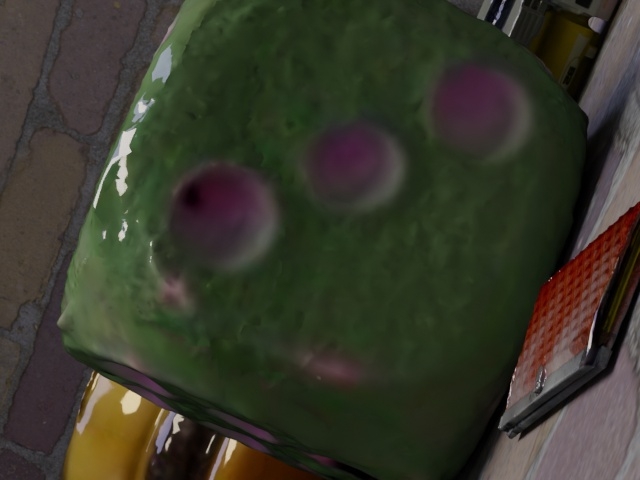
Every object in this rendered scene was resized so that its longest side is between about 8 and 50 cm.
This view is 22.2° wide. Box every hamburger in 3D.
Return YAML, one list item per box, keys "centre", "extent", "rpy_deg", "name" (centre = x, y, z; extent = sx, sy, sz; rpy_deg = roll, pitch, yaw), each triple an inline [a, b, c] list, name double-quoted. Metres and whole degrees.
- centre: [-0.113, 0.257, 2.016]
  extent: [0.396, 0.277, 0.396]
  rpy_deg: [-53, -26, -39]
  name: "hamburger"

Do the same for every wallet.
- centre: [0.143, 0.048, 0.931]
  extent: [0.196, 0.020, 0.103]
  rpy_deg: [115, 178, -72]
  name: "wallet"

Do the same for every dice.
- centre: [0.000, 0.000, 1.240]
  extent: [0.318, 0.322, 0.330]
  rpy_deg: [114, -179, -74]
  name: "dice"

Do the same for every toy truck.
- centre: [0.185, -0.173, 1.436]
  extent: [0.227, 0.114, 0.098]
  rpy_deg: [-67, 22, 11]
  name: "toy truck"
